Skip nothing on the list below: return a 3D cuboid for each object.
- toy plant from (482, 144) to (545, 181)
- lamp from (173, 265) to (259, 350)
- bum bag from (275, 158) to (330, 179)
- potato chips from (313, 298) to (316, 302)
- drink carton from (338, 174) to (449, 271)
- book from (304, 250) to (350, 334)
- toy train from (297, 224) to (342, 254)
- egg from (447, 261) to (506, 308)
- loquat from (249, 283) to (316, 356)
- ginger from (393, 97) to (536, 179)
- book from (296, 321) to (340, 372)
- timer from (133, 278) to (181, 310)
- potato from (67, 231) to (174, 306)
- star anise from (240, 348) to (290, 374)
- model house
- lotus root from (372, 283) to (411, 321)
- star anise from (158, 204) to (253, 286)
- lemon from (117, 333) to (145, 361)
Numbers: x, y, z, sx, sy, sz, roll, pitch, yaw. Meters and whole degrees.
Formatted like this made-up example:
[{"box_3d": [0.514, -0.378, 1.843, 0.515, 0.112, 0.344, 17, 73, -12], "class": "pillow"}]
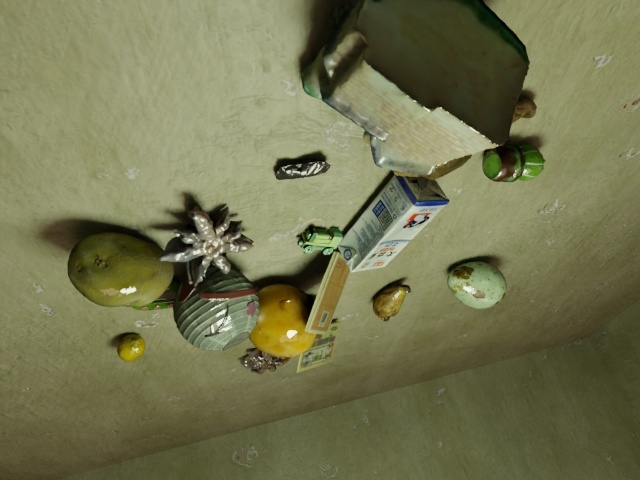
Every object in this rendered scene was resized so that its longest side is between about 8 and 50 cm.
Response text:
[{"box_3d": [0.492, -0.193, 1.172, 0.163, 0.092, 0.092, -6, 147, -23], "class": "toy plant"}, {"box_3d": [-0.282, 0.175, 1.249, 0.233, 0.233, 0.265, -28, 170, 16], "class": "lamp"}, {"box_3d": [-0.039, -0.156, 1.029, 0.125, 0.034, 0.058, -13, 162, -6], "class": "bum bag"}, {"box_3d": [-0.067, 0.256, 1.623, 0.196, 0.061, 0.208, -17, 147, -11], "class": "potato chips"}, {"box_3d": [0.181, -0.043, 1.232, 0.131, 0.106, 0.315, -5, 148, -35], "class": "drink carton"}, {"box_3d": [0.029, 0.160, 1.375, 0.018, 0.241, 0.170, 19, 174, 23], "class": "book"}, {"box_3d": [0.000, 0.000, 1.275, 0.122, 0.050, 0.081, 6, 136, -32], "class": "toy train"}, {"box_3d": [0.558, 0.158, 1.672, 0.231, 0.169, 0.169, 13, 138, -24], "class": "egg"}, {"box_3d": [-0.117, 0.242, 1.425, 0.235, 0.235, 0.235, -12, 148, -8], "class": "loquat"}, {"box_3d": [0.322, -0.226, 1.052, 0.333, 0.080, 0.166, -29, 158, 24], "class": "ginger"}, {"box_3d": [-0.009, 0.407, 1.785, 0.168, 0.013, 0.192, -6, 117, -39], "class": "book"}, {"box_3d": [-0.452, 0.150, 1.291, 0.140, 0.047, 0.128, -4, 147, -21], "class": "timer"}, {"box_3d": [-0.437, 0.066, 1.057, 0.159, 0.174, 0.251, -20, 165, 22], "class": "potato"}, {"box_3d": [-0.225, 0.487, 1.892, 0.212, 0.073, 0.197, 21, 129, -42], "class": "star anise"}, {"box_3d": [0.133, -0.265, 0.797, 0.299, 0.243, 0.284, 30, 157, -19], "class": "model house"}, {"box_3d": [0.260, 0.210, 1.688, 0.108, 0.094, 0.190, -18, 147, -41], "class": "lotus root"}, {"box_3d": [-0.267, 0.004, 1.092, 0.229, 0.093, 0.236, -25, 140, -24], "class": "star anise"}, {"box_3d": [-0.600, 0.339, 1.479, 0.082, 0.082, 0.110, 5, 138, -31], "class": "lemon"}]
